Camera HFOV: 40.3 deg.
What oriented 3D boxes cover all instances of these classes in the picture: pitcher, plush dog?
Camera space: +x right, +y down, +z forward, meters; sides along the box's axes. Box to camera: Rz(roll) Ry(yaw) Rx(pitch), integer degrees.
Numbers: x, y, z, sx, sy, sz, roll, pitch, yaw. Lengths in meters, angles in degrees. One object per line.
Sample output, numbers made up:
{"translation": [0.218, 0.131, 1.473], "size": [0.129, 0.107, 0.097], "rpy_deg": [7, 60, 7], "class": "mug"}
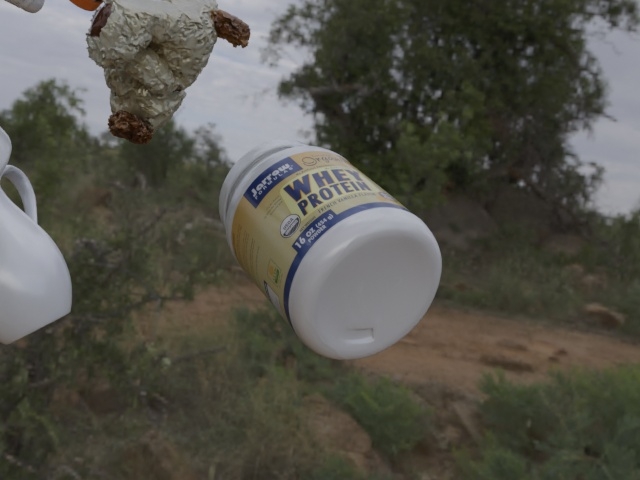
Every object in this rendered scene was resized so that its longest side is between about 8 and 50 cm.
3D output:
{"translation": [-0.372, 0.007, 1.050], "size": [0.125, 0.207, 0.178], "rpy_deg": [-26, 3, 21], "class": "pitcher"}
{"translation": [-0.236, -0.259, 1.261], "size": [0.210, 0.225, 0.262], "rpy_deg": [20, 39, -18], "class": "plush dog"}

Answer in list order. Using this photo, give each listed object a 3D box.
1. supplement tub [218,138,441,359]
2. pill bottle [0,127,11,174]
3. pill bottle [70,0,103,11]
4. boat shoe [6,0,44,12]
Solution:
{"translation": [0.000, 0.000, 1.258], "size": [0.228, 0.228, 0.316], "rpy_deg": [7, 23, -35], "class": "supplement tub"}
{"translation": [-0.409, -0.133, 0.807], "size": [0.131, 0.131, 0.229], "rpy_deg": [13, -33, 41], "class": "pill bottle"}
{"translation": [-0.378, -0.534, 1.589], "size": [0.130, 0.245, 0.130], "rpy_deg": [35, 29, -23], "class": "pill bottle"}
{"translation": [-0.421, -0.437, 1.229], "size": [0.098, 0.277, 0.096], "rpy_deg": [-14, -27, 21], "class": "boat shoe"}
